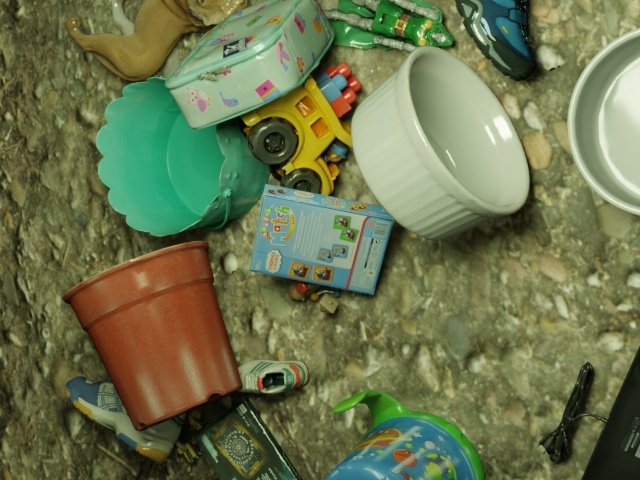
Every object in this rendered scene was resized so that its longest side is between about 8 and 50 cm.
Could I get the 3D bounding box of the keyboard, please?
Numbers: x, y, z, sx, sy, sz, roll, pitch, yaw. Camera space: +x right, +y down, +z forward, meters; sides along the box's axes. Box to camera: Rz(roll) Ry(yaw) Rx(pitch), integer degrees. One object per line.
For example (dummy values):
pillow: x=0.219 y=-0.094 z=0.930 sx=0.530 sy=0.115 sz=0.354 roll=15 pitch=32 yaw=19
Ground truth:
keyboard: x=0.447 y=0.276 z=1.558 sx=0.201 sy=0.033 sz=0.317 roll=25 pitch=105 yaw=20

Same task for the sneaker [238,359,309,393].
sneaker: x=-0.104 y=0.243 z=1.851 sx=0.161 sy=0.075 sz=0.057 roll=-7 pitch=90 yaw=30

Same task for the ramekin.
ramekin: x=0.173 y=-0.134 z=1.552 sx=0.135 sy=0.277 sz=0.277 roll=-33 pitch=77 yaw=35

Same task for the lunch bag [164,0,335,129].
lunch bag: x=-0.115 y=-0.290 z=1.652 sx=0.224 sy=0.279 sz=0.108 roll=-13 pitch=116 yaw=27

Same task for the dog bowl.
dog bowl: x=0.487 y=-0.164 z=1.457 sx=0.264 sy=0.104 sz=0.265 roll=3 pitch=96 yaw=31

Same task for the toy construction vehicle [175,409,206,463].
toy construction vehicle: x=-0.233 y=0.372 z=1.960 sx=0.086 sy=0.035 sz=0.098 roll=-42 pitch=73 yaw=26

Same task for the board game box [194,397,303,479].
board game box: x=-0.131 y=0.396 z=1.891 sx=0.126 sy=0.026 sz=0.186 roll=-39 pitch=73 yaw=11

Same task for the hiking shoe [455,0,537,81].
hiking shoe: x=0.269 y=-0.390 z=1.561 sx=0.132 sy=0.113 sz=0.304 roll=-24 pitch=82 yaw=30

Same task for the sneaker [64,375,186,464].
sneaker: x=-0.367 y=0.313 z=2.011 sx=0.296 sy=0.112 sz=0.131 roll=23 pitch=75 yaw=35

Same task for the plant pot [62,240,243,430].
plant pot: x=-0.276 y=0.175 z=1.835 sx=0.272 sy=0.272 sz=0.265 roll=-26 pitch=81 yaw=29

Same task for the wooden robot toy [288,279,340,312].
wooden robot toy: x=-0.040 y=0.071 z=1.807 sx=0.079 sy=0.076 sz=0.173 roll=-46 pitch=71 yaw=36

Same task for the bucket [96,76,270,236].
bucket: x=-0.233 y=-0.144 z=1.835 sx=0.281 sy=0.183 sz=0.281 roll=2 pitch=95 yaw=31

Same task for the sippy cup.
sippy cup: x=0.114 y=0.406 z=1.651 sx=0.305 sy=0.224 sz=0.240 roll=34 pitch=110 yaw=23

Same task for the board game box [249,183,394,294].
board game box: x=0.000 y=0.000 z=1.703 sx=0.211 sy=0.039 sz=0.160 roll=11 pitch=127 yaw=-3

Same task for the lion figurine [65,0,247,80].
lion figurine: x=-0.293 y=-0.400 z=1.896 sx=0.240 sy=0.142 sz=0.392 roll=53 pitch=131 yaw=7

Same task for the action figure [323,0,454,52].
action figure: x=0.114 y=-0.354 z=1.687 sx=0.232 sy=0.063 sz=0.137 roll=24 pitch=109 yaw=27

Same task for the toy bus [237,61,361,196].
toy bus: x=-0.012 y=-0.184 z=1.722 sx=0.211 sy=0.149 sz=0.220 roll=-33 pitch=117 yaw=1
